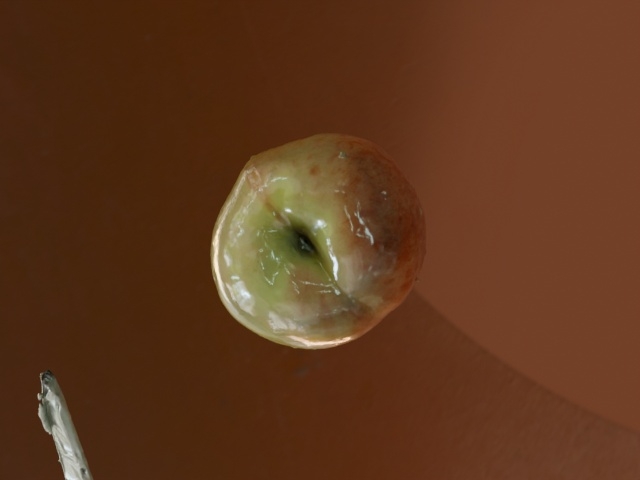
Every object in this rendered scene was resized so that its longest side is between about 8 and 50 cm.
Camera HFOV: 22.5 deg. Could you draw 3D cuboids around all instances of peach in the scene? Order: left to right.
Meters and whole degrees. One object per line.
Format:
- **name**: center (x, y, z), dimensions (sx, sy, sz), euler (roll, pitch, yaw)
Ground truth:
- **peach**: center (0.000, 0.000, 1.570), dimensions (0.233, 0.232, 0.232), euler (5, 105, 18)

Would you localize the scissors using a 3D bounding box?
- **scissors**: center (-0.190, 0.217, 1.311), dimensions (0.109, 0.022, 0.300), euler (17, 136, 29)
